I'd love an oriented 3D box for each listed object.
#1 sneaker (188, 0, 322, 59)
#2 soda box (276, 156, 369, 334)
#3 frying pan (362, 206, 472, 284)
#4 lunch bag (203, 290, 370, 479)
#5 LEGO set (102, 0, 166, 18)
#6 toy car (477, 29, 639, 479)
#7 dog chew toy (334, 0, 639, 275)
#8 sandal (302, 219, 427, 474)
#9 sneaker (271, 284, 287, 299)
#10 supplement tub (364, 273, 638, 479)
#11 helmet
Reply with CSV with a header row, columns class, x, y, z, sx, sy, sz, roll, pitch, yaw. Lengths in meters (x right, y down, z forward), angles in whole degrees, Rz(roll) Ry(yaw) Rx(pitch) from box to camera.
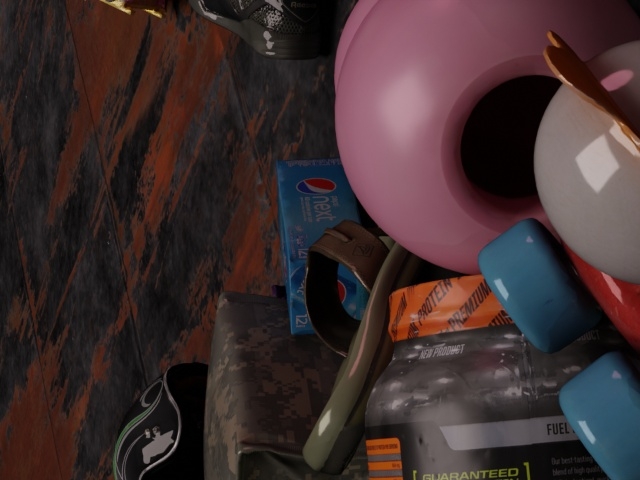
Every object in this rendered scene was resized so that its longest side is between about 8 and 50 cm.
class,x,y,z,sx,sy,sz,roll,pitch,yaw
sneaker,-0.062,-0.265,1.577,0.227,0.087,0.130,39,125,57
soda box,0.000,0.000,1.383,0.210,0.067,0.071,-98,6,-64
frying pan,0.108,0.011,1.230,0.326,0.053,0.197,-147,59,-63
lunch bag,-0.018,0.224,1.349,0.235,0.169,0.287,-104,19,-60
LEGO set,-0.229,-0.346,1.944,0.287,0.132,0.107,-90,23,-76
toy car,0.163,-0.035,0.767,0.219,0.238,0.210,-37,44,10
dog chew toy,0.099,-0.105,1.072,0.332,0.206,0.207,-114,29,-70
sandal,0.025,0.034,1.153,0.303,0.086,0.120,-68,-5,-50
sneaker,-0.029,0.120,1.501,0.083,0.098,0.224,-120,36,-48
supplement tub,0.136,0.192,0.982,0.207,0.207,0.338,160,107,-66
helmet,-0.142,0.230,1.696,0.161,0.169,0.169,-62,33,22
